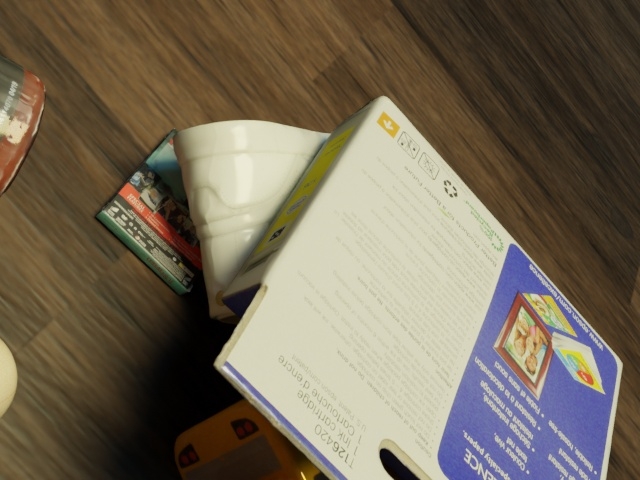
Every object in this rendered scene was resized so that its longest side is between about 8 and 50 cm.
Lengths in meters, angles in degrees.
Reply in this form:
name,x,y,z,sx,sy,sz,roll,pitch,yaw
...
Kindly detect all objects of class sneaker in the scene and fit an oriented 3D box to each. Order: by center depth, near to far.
name,x,y,z,sx,sy,sz,roll,pitch,yaw
sneaker,0.000,0.000,0.744,0.292,0.108,0.169,-2,82,-52

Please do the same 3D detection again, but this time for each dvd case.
name,x,y,z,sx,sy,sz,roll,pitch,yaw
dvd case,-0.111,-0.025,0.695,0.087,0.013,0.119,45,41,-16

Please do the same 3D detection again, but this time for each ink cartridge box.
name,x,y,z,sx,sy,sz,roll,pitch,yaw
ink cartridge box,0.079,0.091,0.606,0.303,0.072,0.307,47,41,-13

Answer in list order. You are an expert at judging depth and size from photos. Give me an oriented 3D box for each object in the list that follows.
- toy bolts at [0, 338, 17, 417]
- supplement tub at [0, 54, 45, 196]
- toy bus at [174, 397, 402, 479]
name,x,y,z,sx,sy,sz,roll,pitch,yaw
toy bolts,-0.165,0.108,0.372,0.158,0.218,0.228,-17,71,-40
supplement tub,-0.265,-0.093,0.503,0.198,0.106,0.106,29,46,-30
toy bus,0.015,0.146,0.636,0.333,0.108,0.130,-22,82,-51
